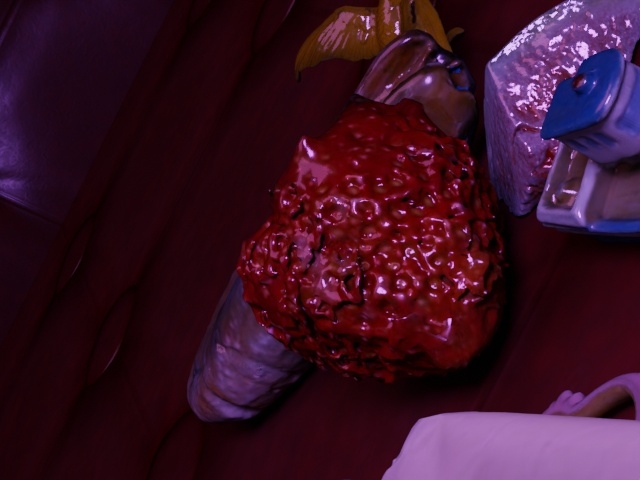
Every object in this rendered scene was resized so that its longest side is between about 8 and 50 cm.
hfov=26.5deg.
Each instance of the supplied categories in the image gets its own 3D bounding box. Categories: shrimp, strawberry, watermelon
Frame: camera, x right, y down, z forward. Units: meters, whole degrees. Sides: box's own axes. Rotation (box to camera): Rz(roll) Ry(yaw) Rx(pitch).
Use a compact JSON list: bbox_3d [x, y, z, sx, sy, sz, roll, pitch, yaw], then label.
[{"bbox_3d":[0.000,0.000,1.147,0.446,0.110,0.221,-50,15,44],"label":"shrimp"},{"bbox_3d":[0.049,0.014,0.908,0.201,0.186,0.184,41,149,44],"label":"strawberry"},{"bbox_3d":[0.161,-0.102,0.925,0.094,0.081,0.180,41,111,44],"label":"watermelon"}]

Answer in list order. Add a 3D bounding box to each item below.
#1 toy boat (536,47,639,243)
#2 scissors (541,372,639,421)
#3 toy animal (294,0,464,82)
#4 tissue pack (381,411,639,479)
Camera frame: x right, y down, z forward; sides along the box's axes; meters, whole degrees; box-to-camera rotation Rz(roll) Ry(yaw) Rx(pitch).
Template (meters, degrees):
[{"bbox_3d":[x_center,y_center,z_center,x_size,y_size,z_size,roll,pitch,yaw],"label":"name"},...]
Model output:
[{"bbox_3d":[0.175,-0.051,0.743,0.215,0.102,0.088,-6,62,67],"label":"toy boat"},{"bbox_3d":[0.104,0.184,0.748,0.317,0.024,0.160,-50,26,34],"label":"scissors"},{"bbox_3d":[0.071,-0.188,1.168,0.219,0.095,0.155,-7,61,52],"label":"toy animal"},{"bbox_3d":[0.151,0.197,0.305,0.380,0.207,0.297,165,116,-66],"label":"tissue pack"}]
